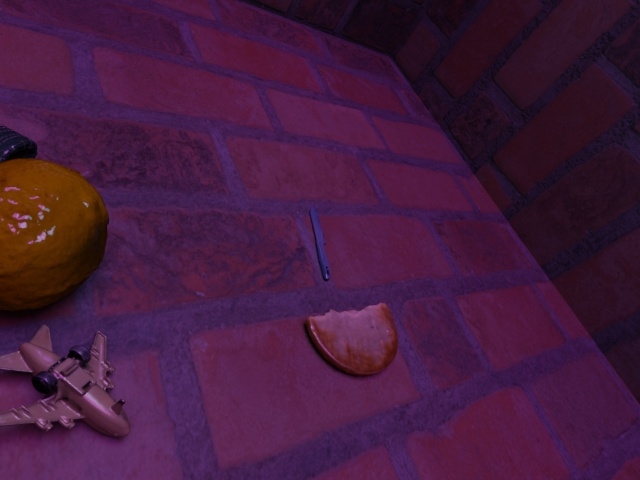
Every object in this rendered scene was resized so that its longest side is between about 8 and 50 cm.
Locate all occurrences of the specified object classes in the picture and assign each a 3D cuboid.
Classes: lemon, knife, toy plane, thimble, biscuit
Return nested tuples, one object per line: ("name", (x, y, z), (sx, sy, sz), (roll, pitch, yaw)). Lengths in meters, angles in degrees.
("lemon", (-0.548, -0.018, 0.767), (0.268, 0.268, 0.321), (33, 41, -8))
("knife", (0.000, 0.000, 1.337), (0.045, 0.019, 0.312), (17, 45, -35))
("toy plane", (-0.443, 0.262, 0.721), (0.256, 0.104, 0.242), (33, 26, 1))
("thimble", (-0.713, -0.189, 0.895), (0.090, 0.118, 0.135), (32, 42, -11))
("biscuit", (0.110, 0.283, 1.148), (0.309, 0.040, 0.204), (-3, 56, -37))
